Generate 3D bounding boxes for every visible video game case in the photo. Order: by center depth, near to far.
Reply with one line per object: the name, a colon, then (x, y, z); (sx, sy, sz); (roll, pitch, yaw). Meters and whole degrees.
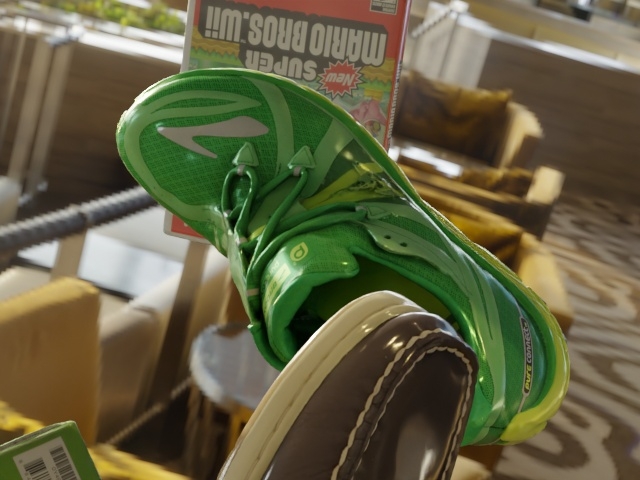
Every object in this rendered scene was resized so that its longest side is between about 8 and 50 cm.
video game case: (-0.032, -0.124, 1.155); (0.204, 0.285, 0.025); (12, 14, 17)

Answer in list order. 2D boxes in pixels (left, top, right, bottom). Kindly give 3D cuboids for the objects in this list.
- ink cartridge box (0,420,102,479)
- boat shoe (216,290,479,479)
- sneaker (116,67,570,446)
ink cartridge box: (-0.277, 0.284, 1.074); (0.097, 0.255, 0.189); (-19, 82, -53)
boat shoe: (-0.003, 0.157, 0.412); (0.092, 0.285, 0.103); (16, -15, 37)
sneaker: (0.000, 0.000, 0.679); (0.295, 0.109, 0.123); (37, 20, 20)
